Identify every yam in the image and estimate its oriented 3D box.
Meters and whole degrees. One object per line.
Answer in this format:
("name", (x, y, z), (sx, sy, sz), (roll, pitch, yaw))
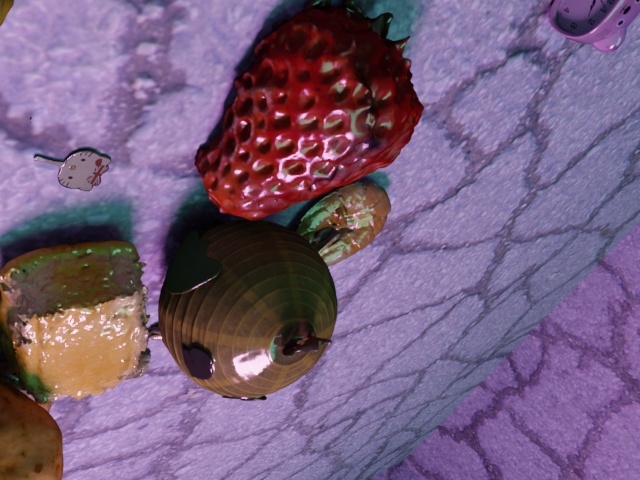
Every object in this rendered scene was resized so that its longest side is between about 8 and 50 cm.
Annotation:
("yam", (-0.329, 0.195, 0.929), (0.132, 0.054, 0.054), (0, 135, -46))

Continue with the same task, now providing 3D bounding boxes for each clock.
("clock", (0.402, -0.345, 0.846), (0.050, 0.110, 0.152), (-10, 142, -40))

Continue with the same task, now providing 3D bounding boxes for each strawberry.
("strawberry", (-0.002, -0.132, 0.702), (0.280, 0.150, 0.253), (-29, 149, -15))

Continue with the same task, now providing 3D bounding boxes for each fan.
("fan", (-0.267, -0.078, 0.646), (0.056, 0.004, 0.083), (-48, 149, 22))

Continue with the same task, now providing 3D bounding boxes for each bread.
("bread", (-0.306, 0.106, 0.755), (0.174, 0.121, 0.245), (-6, 145, -27))

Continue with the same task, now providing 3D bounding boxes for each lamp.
("lamp", (-0.081, 0.101, 0.813), (0.250, 0.284, 0.250), (-13, 113, -33))

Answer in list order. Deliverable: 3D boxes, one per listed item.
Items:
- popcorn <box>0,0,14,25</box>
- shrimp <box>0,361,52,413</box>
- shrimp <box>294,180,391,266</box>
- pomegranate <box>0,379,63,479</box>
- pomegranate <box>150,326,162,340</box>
("popcorn", (-0.328, -0.114, 0.264), (0.312, 0.312, 0.312), (-26, 149, -17))
("shrimp", (-0.530, 0.298, 0.862), (0.233, 0.071, 0.365), (10, 126, -44))
("shrimp", (-0.001, 0.000, 0.981), (0.267, 0.061, 0.145), (-35, 142, 4))
("pomegranate", (-0.419, 0.267, 0.689), (0.248, 0.248, 0.248), (-26, 149, -17))
("pomegranate", (-0.225, 0.152, 0.968), (0.085, 0.073, 0.073), (-4, 158, 20))
